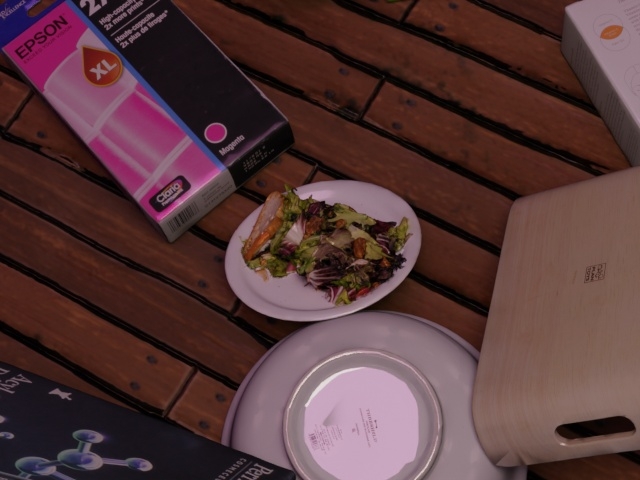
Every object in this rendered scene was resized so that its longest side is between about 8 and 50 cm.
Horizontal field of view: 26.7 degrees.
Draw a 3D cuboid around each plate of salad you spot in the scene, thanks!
[{"bbox_3d":[0.000,0.000,1.339,0.200,0.048,0.199,-8,42,7],"label":"plate of salad"}]

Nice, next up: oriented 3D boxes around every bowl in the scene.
[{"bbox_3d":[0.044,0.184,1.246,0.298,0.134,0.297,-2,68,5],"label":"bowl"}]

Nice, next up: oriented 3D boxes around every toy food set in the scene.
[{"bbox_3d":[0.271,0.056,1.222,0.220,0.092,0.306,-15,44,36],"label":"toy food set"}]

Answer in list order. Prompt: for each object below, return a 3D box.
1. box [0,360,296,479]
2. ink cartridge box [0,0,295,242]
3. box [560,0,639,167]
[{"bbox_3d":[-0.267,0.265,1.122,0.396,0.293,0.211,18,106,15],"label":"box"},{"bbox_3d":[-0.211,-0.183,1.460,0.176,0.069,0.371,-40,67,-9],"label":"ink cartridge box"},{"bbox_3d":[0.342,-0.177,1.376,0.130,0.091,0.170,-25,68,-3],"label":"box"}]
